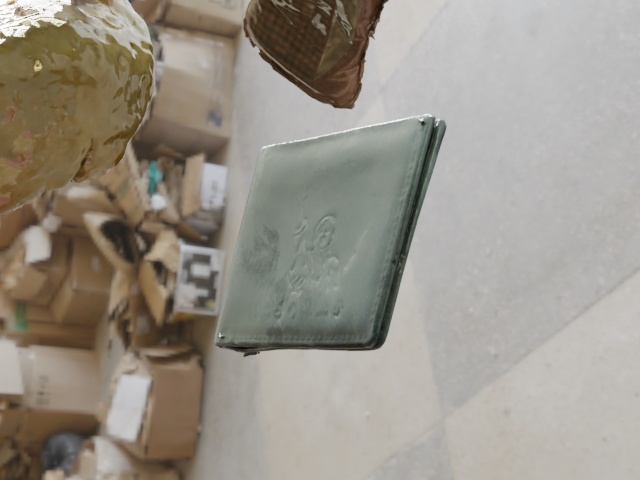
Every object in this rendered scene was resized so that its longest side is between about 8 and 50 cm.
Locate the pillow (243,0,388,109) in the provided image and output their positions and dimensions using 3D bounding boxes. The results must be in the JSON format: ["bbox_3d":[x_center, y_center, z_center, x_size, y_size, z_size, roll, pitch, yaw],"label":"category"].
[{"bbox_3d":[-0.002,-0.201,0.839,0.034,0.135,0.211,-48,-12,-31],"label":"pillow"}]

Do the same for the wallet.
[{"bbox_3d":[0.001,0.000,1.074,0.290,0.054,0.251,-4,66,50],"label":"wallet"}]

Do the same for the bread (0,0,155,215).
[{"bbox_3d":[-0.226,-0.098,0.720,0.244,0.244,0.134,-143,38,-63],"label":"bread"}]
